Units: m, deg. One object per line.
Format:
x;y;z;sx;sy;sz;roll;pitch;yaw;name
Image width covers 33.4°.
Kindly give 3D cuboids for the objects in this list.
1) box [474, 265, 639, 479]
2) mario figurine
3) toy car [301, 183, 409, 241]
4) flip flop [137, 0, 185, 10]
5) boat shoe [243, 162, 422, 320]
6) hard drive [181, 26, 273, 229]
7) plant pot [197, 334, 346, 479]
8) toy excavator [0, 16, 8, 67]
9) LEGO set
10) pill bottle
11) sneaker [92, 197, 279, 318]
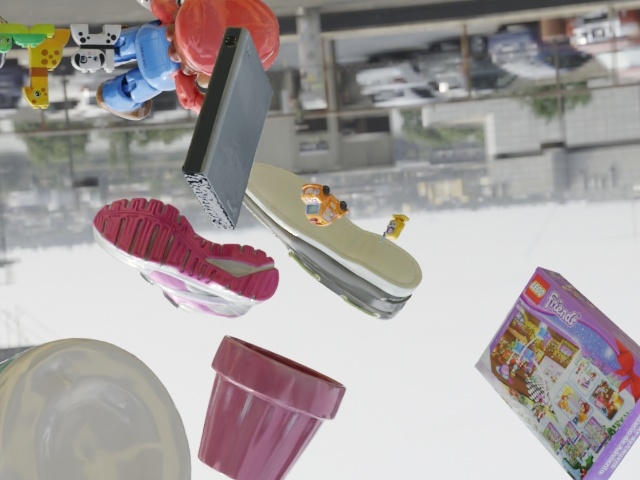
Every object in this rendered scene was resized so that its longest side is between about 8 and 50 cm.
0.374;0.200;1.607;0.057;0.201;0.293;16;-158;-35;box
-0.162;-0.247;1.414;0.320;0.198;0.170;-5;-138;45;mario figurine
0.032;-0.030;1.189;0.122;0.040;0.060;12;155;33;toy car
-0.239;-0.367;1.545;0.080;0.112;0.277;-32;159;-8;flip flop
-0.002;0.002;1.513;0.305;0.091;0.109;35;-139;9;boat shoe
-0.073;-0.089;0.857;0.022;0.135;0.094;7;155;15;hard drive
-0.086;0.256;1.552;0.201;0.180;0.201;24;177;1;plant pot
-0.620;-0.190;1.327;0.445;0.222;0.433;-3;-141;-36;toy excavator
-0.348;-0.200;1.230;0.227;0.093;0.087;-3;-174;-19;LEGO set
-0.304;0.229;0.958;0.361;0.204;0.204;-24;169;37;pill bottle
-0.186;0.037;1.402;0.252;0.103;0.111;27;139;-3;sneaker
